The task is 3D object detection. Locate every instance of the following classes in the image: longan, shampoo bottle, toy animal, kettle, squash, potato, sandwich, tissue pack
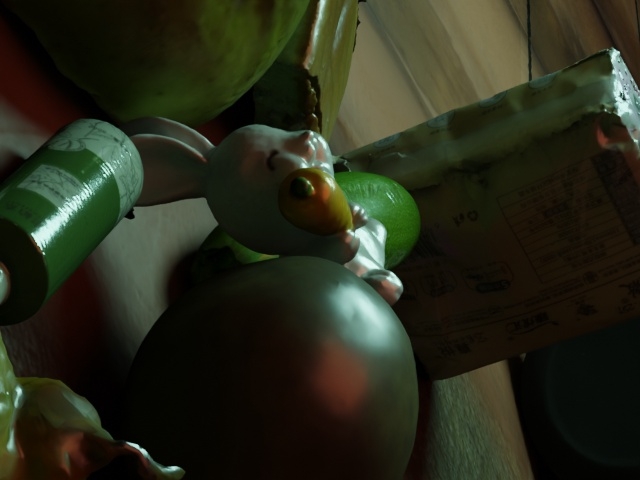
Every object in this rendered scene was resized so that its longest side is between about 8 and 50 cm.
[{"bbox_3d":[-0.032,0.105,1.013,0.159,0.204,0.185,33,51,13],"label":"longan"},{"bbox_3d":[-0.151,-0.004,0.936,0.065,0.065,0.204,65,21,-15],"label":"shampoo bottle"},{"bbox_3d":[-0.040,-0.017,1.073,0.181,0.127,0.131,44,19,-21],"label":"toy animal"},{"bbox_3d":[0.342,0.130,1.872,0.376,0.250,0.361,25,32,-59],"label":"kettle"},{"bbox_3d":[0.002,-0.002,1.261,0.292,0.082,0.082,-18,89,-64],"label":"squash"},{"bbox_3d":[-0.071,-0.228,1.129,0.330,0.212,0.280,29,45,-59],"label":"potato"},{"bbox_3d":[-0.008,-0.180,1.311,0.212,0.063,0.245,-75,168,-58],"label":"sandwich"},{"bbox_3d":[0.159,-0.010,1.454,0.215,0.256,0.123,57,27,-32],"label":"tissue pack"}]

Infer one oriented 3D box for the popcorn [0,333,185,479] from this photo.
[{"bbox_3d":[-0.170,0.066,0.685,0.168,0.173,0.195,-106,169,-51],"label":"popcorn"}]
